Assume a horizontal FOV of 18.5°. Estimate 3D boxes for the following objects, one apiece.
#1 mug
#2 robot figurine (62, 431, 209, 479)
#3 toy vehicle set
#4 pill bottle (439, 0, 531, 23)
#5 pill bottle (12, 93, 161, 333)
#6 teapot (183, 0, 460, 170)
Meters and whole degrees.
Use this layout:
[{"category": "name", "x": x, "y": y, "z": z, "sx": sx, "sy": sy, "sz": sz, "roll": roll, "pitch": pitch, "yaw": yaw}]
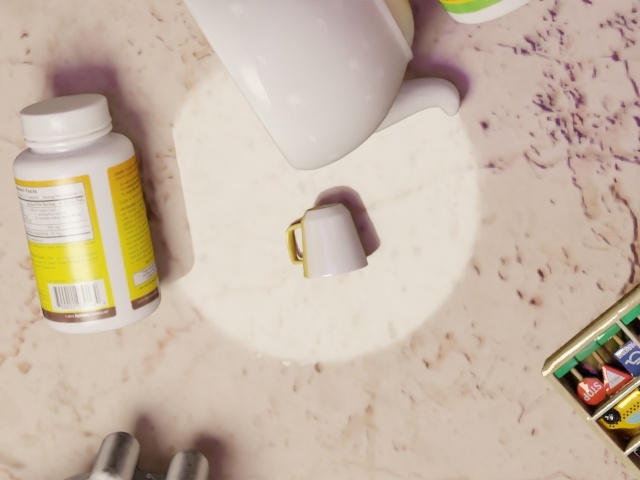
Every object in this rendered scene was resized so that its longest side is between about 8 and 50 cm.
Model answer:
[{"category": "mug", "x": 0.002, "y": 0.000, "z": 1.864, "sx": 0.078, "sy": 0.062, "sz": 0.064, "roll": -10, "pitch": 97, "yaw": 10}, {"category": "robot figurine", "x": -0.206, "y": 0.371, "z": 1.955, "sx": 0.300, "sy": 0.200, "sz": 0.353, "roll": 15, "pitch": 111, "yaw": 1}, {"category": "toy vehicle set", "x": 0.358, "y": 0.098, "z": 1.822, "sx": 0.267, "sy": 0.035, "sz": 0.166, "roll": -42, "pitch": 94, "yaw": 21}, {"category": "pill bottle", "x": 0.104, "y": -0.317, "z": 1.662, "sx": 0.136, "sy": 0.136, "sz": 0.246, "roll": -28, "pitch": 116, "yaw": 20}, {"category": "pill bottle", "x": -0.226, "y": -0.027, "z": 1.877, "sx": 0.117, "sy": 0.117, "sz": 0.215, "roll": -5, "pitch": 106, "yaw": 15}, {"category": "teapot", "x": -0.005, "y": -0.202, "z": 1.717, "sx": 0.187, "sy": 0.256, "sz": 0.252, "roll": -33, "pitch": 81, "yaw": 2}]
